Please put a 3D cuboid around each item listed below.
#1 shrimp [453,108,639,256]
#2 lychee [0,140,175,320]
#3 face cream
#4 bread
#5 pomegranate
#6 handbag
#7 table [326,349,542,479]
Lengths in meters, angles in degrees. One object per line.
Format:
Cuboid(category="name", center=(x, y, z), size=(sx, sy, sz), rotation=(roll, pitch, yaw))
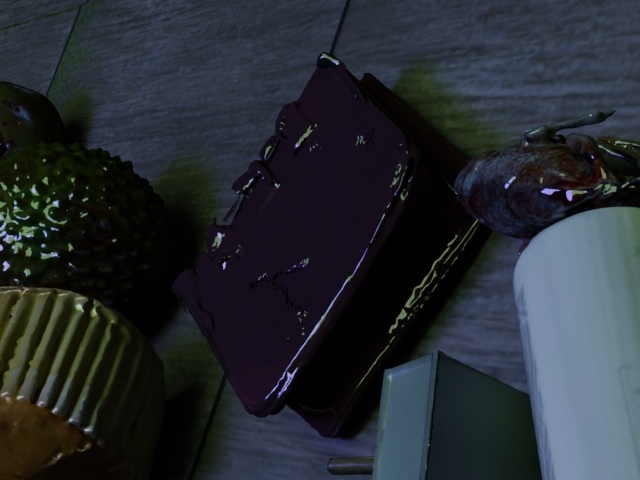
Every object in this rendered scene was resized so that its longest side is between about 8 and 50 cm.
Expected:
Cuboid(category="shrimp", center=(0.136, -0.028, 0.962), size=(0.190, 0.073, 0.075), rotation=(-7, 105, 66))
Cuboid(category="lychee", center=(-0.190, -0.001, 1.367), size=(0.171, 0.171, 0.171), rotation=(-37, 40, 38))
Cuboid(category="face cream", center=(0.153, 0.142, 0.775), size=(0.102, 0.102, 0.346), rotation=(-40, 36, 35))
Cuboid(category="bread", center=(-0.240, 0.133, 1.263), size=(0.250, 0.179, 0.133), rotation=(0, 44, 15))
Cuboid(category="pomegranate", center=(-0.289, -0.092, 1.640), size=(0.115, 0.114, 0.142), rotation=(-62, 5, 4))
Cuboid(category="handbag", center=(0.003, 0.001, 1.141), size=(0.203, 0.074, 0.216), rotation=(-58, 29, 10))
Cuboid(category="table", center=(0.055, 0.195, 0.864), size=(0.111, 0.121, 0.240), rotation=(-27, 46, 46))
